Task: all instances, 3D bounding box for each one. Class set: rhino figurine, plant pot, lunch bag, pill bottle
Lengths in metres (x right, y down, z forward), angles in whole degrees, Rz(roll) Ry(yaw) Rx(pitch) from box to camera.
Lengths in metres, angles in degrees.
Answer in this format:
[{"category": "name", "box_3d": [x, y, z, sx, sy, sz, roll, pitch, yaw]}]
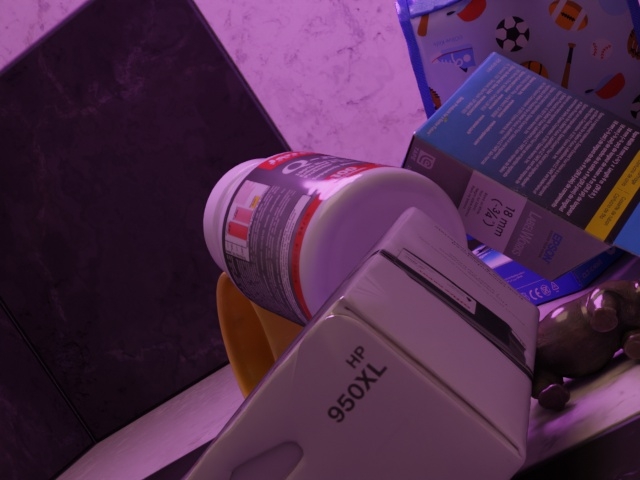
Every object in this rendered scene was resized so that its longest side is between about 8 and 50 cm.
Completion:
[{"category": "rhino figurine", "box_3d": [0.275, 0.076, 1.179, 0.243, 0.073, 0.106, -31, 6, 11]}, {"category": "plant pot", "box_3d": [0.005, 0.131, 1.800, 0.239, 0.254, 0.254, -17, -3, -20]}, {"category": "lunch bag", "box_3d": [0.305, -0.232, 1.777, 0.327, 0.385, 0.239, -16, 43, 11]}, {"category": "pill bottle", "box_3d": [0.000, 0.000, 1.513, 0.210, 0.210, 0.363, -34, 22, -18]}]

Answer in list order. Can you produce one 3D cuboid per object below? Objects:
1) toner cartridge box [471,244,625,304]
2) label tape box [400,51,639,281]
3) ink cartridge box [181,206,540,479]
[{"category": "toner cartridge box", "box_3d": [0.285, 0.035, 1.742, 0.165, 0.075, 0.348, -36, 4, -32]}, {"category": "label tape box", "box_3d": [0.294, -0.072, 1.529, 0.240, 0.333, 0.106, -46, -20, -43]}, {"category": "ink cartridge box", "box_3d": [0.023, 0.155, 1.000, 0.285, 0.166, 0.395, -52, -3, 15]}]
